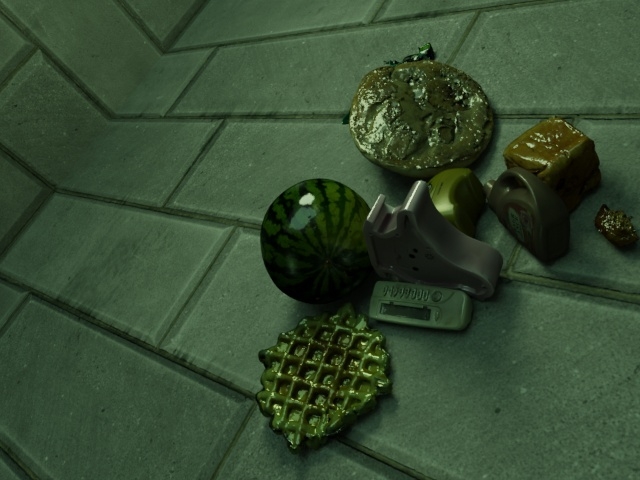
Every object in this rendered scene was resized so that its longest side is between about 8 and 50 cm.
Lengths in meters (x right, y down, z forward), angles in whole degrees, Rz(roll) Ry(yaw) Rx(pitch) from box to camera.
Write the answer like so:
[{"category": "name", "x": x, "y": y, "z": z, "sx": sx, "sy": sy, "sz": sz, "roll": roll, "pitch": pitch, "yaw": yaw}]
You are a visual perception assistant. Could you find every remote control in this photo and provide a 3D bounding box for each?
[{"category": "remote control", "x": 0.211, "y": 0.140, "z": 1.299, "sx": 0.230, "sy": 0.049, "sz": 0.090, "roll": 4, "pitch": 77, "yaw": 39}]

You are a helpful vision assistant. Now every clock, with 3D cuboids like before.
[{"category": "clock", "x": 0.221, "y": 0.000, "z": 1.224, "sx": 0.275, "sy": 0.290, "sz": 0.080, "roll": 14, "pitch": 62, "yaw": 26}]

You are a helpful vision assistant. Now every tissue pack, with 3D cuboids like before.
[{"category": "tissue pack", "x": 0.287, "y": -0.072, "z": 1.372, "sx": 0.127, "sy": 0.123, "sz": 0.178, "roll": -10, "pitch": 41, "yaw": 43}]

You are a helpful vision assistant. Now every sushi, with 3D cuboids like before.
[{"category": "sushi", "x": 0.568, "y": -0.030, "z": 1.167, "sx": 0.060, "sy": 0.061, "sz": 0.118, "roll": -54, "pitch": 42, "yaw": 26}]

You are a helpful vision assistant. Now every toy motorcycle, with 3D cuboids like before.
[{"category": "toy motorcycle", "x": 0.260, "y": -0.534, "z": 1.858, "sx": 0.173, "sy": 0.058, "sz": 0.100, "roll": -17, "pitch": 39, "yaw": 24}]

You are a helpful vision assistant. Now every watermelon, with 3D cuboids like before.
[{"category": "watermelon", "x": 0.000, "y": 0.000, "z": 1.419, "sx": 0.285, "sy": 0.285, "sz": 0.285, "roll": -21, "pitch": 44, "yaw": 22}]

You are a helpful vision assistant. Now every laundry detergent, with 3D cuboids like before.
[{"category": "laundry detergent", "x": 0.412, "y": -0.083, "z": 1.252, "sx": 0.076, "sy": 0.171, "sz": 0.237, "roll": -25, "pitch": 41, "yaw": -6}]

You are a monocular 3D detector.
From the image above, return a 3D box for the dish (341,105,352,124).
[{"category": "dish", "x": 0.181, "y": -0.283, "z": 1.645, "sx": 0.246, "sy": 0.078, "sz": 0.224, "roll": 24, "pitch": 63, "yaw": 20}]

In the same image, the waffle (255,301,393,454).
[{"category": "waffle", "x": 0.004, "y": 0.288, "z": 1.322, "sx": 0.317, "sy": 0.073, "sz": 0.297, "roll": -31, "pitch": 46, "yaw": 2}]

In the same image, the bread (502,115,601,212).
[{"category": "bread", "x": 0.489, "y": -0.155, "z": 1.282, "sx": 0.143, "sy": 0.149, "sz": 0.158, "roll": -37, "pitch": 34, "yaw": 2}]

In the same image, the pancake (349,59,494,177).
[{"category": "pancake", "x": 0.255, "y": -0.315, "z": 1.562, "sx": 0.386, "sy": 0.082, "sz": 0.387, "roll": -2, "pitch": 60, "yaw": 3}]
